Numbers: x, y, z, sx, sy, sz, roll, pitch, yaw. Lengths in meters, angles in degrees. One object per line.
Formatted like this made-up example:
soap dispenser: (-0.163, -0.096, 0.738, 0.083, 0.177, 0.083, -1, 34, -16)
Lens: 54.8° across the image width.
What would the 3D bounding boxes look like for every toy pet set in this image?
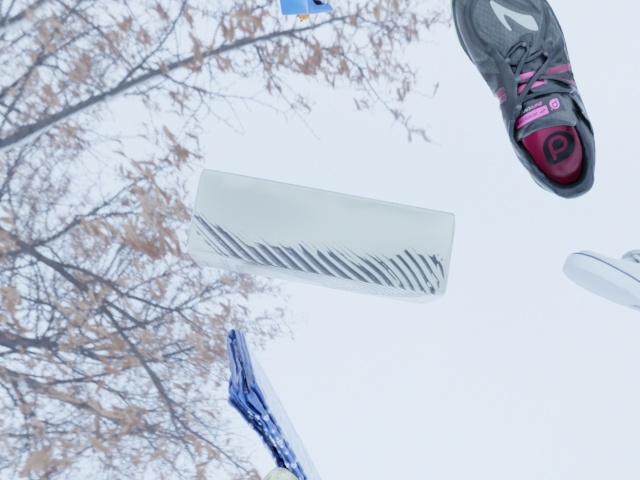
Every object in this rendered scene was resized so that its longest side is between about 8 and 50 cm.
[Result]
toy pet set: (-0.037, -0.285, 0.724, 0.114, 0.122, 0.065, 16, -102, 40)

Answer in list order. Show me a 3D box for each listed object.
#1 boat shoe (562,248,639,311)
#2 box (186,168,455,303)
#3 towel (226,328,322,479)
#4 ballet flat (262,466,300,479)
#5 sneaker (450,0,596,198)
boat shoe: (0.495, 0.057, 0.949, 0.268, 0.096, 0.088, 21, -99, -11)
box: (0.000, 0.000, 0.688, 0.275, 0.113, 0.094, 9, -102, 0)
towel: (-0.044, 0.295, 0.851, 0.040, 0.243, 0.336, -27, -77, -6)
ballet flat: (-0.034, 0.273, 0.514, 0.058, 0.049, 0.173, 7, -79, 30)
sneaker: (0.407, -0.288, 1.161, 0.185, 0.202, 0.482, -29, -74, 19)
